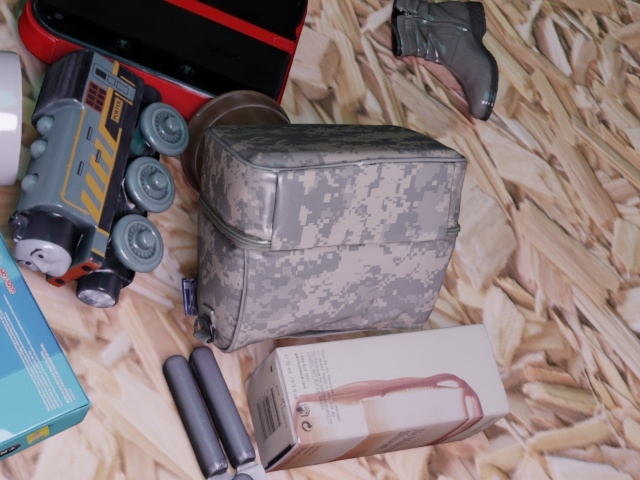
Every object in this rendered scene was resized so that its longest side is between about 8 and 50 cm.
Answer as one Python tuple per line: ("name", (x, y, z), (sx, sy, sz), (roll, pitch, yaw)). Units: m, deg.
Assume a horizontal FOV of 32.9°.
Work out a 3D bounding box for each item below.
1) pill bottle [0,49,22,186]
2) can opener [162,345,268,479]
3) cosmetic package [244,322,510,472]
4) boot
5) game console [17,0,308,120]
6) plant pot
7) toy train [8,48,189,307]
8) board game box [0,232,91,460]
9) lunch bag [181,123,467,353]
("pill bottle", (-0.553, -0.156, 1.305), (0.361, 0.204, 0.204), (1, 64, -21))
("can opener", (-0.112, 0.257, 1.334), (0.074, 0.093, 0.280), (-15, 65, -26))
("cosmetic package", (0.070, 0.202, 1.395), (0.296, 0.153, 0.129), (-6, 67, -22))
("boot", (0.192, -0.298, 1.759), (0.161, 0.083, 0.246), (2, 57, -13))
("game console", (-0.220, -0.331, 1.608), (0.386, 0.060, 0.342), (21, 46, -11))
("plant pot", (-0.082, -0.097, 1.442), (0.167, 0.167, 0.165), (-5, 25, -24))
("toy train", (-0.288, -0.082, 1.382), (0.190, 0.142, 0.334), (32, 52, -35))
("board game box", (-0.475, 0.161, 1.243), (0.336, 0.079, 0.254), (-23, 74, -29))
("lunch bag", (0.000, 0.000, 1.296), (0.305, 0.212, 0.256), (-4, 108, -25))
